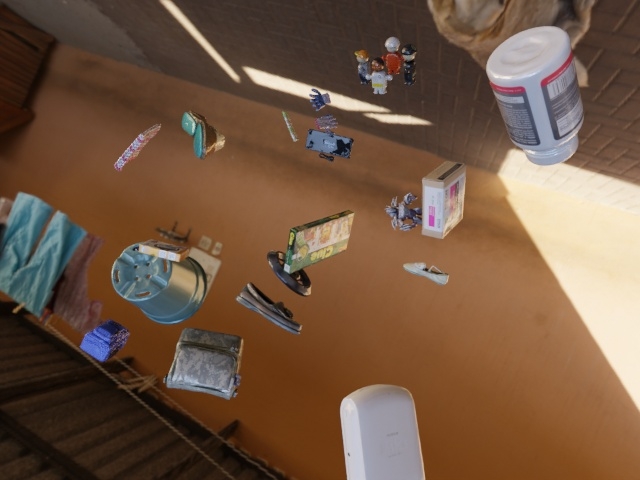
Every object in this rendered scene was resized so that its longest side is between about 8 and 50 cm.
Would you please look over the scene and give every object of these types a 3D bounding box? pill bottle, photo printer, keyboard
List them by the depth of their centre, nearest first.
[{"bbox_3d":[0.538,-0.335,1.073,0.176,0.176,0.318,25,164,48],"label":"pill bottle"},{"bbox_3d":[0.188,0.604,1.336,0.256,0.308,0.107,4,163,-33],"label":"photo printer"},{"bbox_3d":[0.032,-0.362,1.691,0.180,0.108,0.023,14,-155,2],"label":"keyboard"}]

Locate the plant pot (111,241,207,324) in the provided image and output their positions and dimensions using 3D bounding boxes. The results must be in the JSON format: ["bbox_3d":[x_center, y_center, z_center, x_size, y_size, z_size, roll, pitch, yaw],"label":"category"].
[{"bbox_3d":[-0.713,0.173,1.915,0.341,0.341,0.334,24,164,12],"label":"plant pot"}]

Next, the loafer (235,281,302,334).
[{"bbox_3d":[-0.169,0.228,1.496,0.267,0.084,0.096,25,169,21],"label":"loafer"}]

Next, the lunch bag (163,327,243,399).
[{"bbox_3d":[-0.491,0.547,1.893,0.305,0.213,0.256,13,-145,-7],"label":"lunch bag"}]

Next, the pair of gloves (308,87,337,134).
[{"bbox_3d":[0.015,-0.536,1.820,0.023,0.198,0.159,-12,-170,36],"label":"pair of gloves"}]

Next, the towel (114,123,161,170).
[{"bbox_3d":[-0.674,-0.347,1.620,0.029,0.197,0.144,44,-152,-18],"label":"towel"}]

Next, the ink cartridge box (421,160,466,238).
[{"bbox_3d":[0.461,-0.152,1.633,0.088,0.235,0.193,17,-141,35],"label":"ink cartridge box"}]

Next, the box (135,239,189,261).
[{"bbox_3d":[-0.463,0.027,1.276,0.136,0.028,0.081,16,-170,-2],"label":"box"}]

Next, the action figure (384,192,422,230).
[{"bbox_3d":[0.416,-0.114,1.910,0.284,0.185,0.099,10,160,-8],"label":"action figure"}]

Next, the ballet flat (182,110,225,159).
[{"bbox_3d":[-0.447,-0.409,1.707,0.124,0.116,0.342,5,-151,-33],"label":"ballet flat"}]

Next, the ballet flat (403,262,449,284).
[{"bbox_3d":[0.389,0.108,1.603,0.168,0.052,0.057,22,-158,5],"label":"ballet flat"}]

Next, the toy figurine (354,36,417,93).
[{"bbox_3d":[0.258,-0.691,1.713,0.213,0.209,0.148,-118,12,-48],"label":"toy figurine"}]

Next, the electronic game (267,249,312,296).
[{"bbox_3d":[-0.118,0.125,1.679,0.229,0.048,0.229,44,-167,-13],"label":"electronic game"}]

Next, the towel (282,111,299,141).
[{"bbox_3d":[-0.147,-0.568,2.177,0.113,0.023,0.152,-85,-26,-77],"label":"towel"}]

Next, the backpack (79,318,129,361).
[{"bbox_3d":[-0.645,0.297,1.338,0.098,0.101,0.120,37,-167,2],"label":"backpack"}]

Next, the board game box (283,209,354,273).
[{"bbox_3d":[0.000,0.000,1.276,0.030,0.136,0.259,32,-146,31],"label":"board game box"}]
